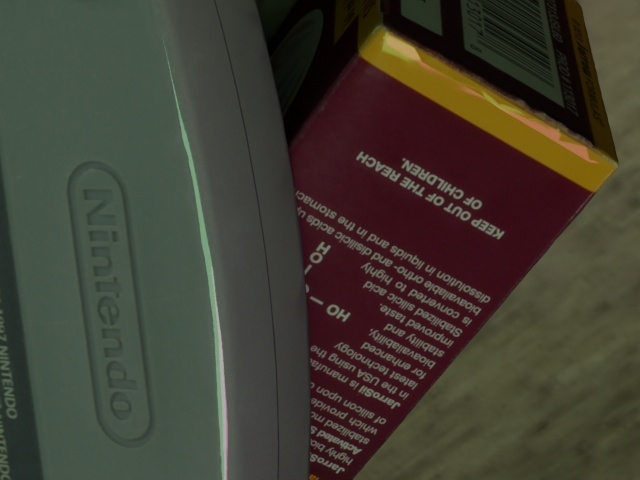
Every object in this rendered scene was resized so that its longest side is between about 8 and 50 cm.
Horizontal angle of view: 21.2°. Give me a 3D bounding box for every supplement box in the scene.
[{"bbox_3d":[0.000,0.000,0.533,0.081,0.104,0.188,29,119,-15],"label":"supplement box"}]

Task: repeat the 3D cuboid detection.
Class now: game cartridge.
[{"bbox_3d":[-0.100,0.011,0.486,0.198,0.062,0.297,1,105,23],"label":"game cartridge"}]
